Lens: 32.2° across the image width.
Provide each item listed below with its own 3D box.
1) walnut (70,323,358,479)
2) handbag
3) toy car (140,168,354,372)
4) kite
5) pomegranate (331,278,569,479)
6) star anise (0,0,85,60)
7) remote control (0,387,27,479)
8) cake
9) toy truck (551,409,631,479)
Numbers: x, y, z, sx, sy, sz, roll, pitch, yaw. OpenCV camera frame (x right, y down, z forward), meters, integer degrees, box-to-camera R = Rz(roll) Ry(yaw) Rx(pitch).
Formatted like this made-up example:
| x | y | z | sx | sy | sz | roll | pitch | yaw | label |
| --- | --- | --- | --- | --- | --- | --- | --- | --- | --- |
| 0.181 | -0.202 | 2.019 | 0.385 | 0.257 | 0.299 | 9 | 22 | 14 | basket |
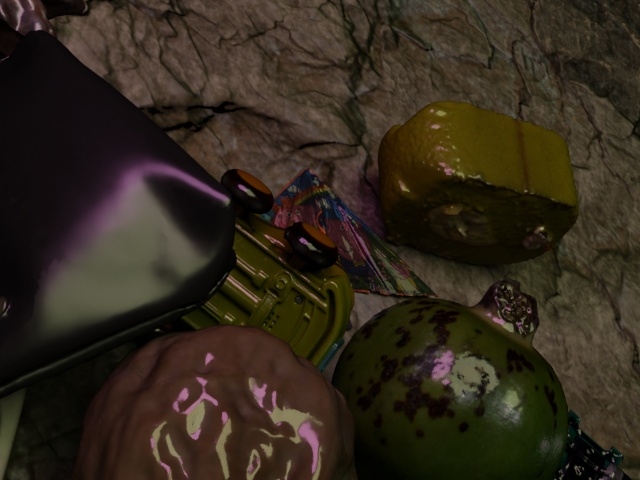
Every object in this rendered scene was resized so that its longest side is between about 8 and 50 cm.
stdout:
| x | y | z | sx | sy | sz | roll | pitch | yaw | label |
| --- | --- | --- | --- | --- | --- | --- | --- | --- | --- |
| -0.086 | 0.210 | 0.965 | 0.227 | 0.273 | 0.273 | 4 | 43 | 19 | walnut |
| -0.266 | -0.011 | 1.006 | 0.288 | 0.152 | 0.342 | -36 | 60 | -25 | handbag |
| -0.078 | 0.040 | 1.141 | 0.248 | 0.200 | 0.142 | 41 | 15 | 7 | toy car |
| 0.000 | 0.000 | 1.332 | 0.321 | 0.016 | 0.234 | 8 | 56 | -32 | kite |
| 0.136 | 0.163 | 1.139 | 0.254 | 0.271 | 0.254 | 27 | 10 | -5 | pomegranate |
| -0.398 | -0.276 | 1.168 | 0.331 | 0.117 | 0.332 | 15 | 57 | -25 | star anise |
| -0.308 | 0.183 | 0.943 | 0.090 | 0.049 | 0.230 | 33 | 43 | -32 | remote control |
| 0.190 | -0.065 | 1.404 | 0.260 | 0.179 | 0.156 | 14 | 52 | -24 | cake |
| 0.249 | 0.303 | 1.233 | 0.110 | 0.116 | 0.216 | 40 | 52 | -4 | toy truck |
